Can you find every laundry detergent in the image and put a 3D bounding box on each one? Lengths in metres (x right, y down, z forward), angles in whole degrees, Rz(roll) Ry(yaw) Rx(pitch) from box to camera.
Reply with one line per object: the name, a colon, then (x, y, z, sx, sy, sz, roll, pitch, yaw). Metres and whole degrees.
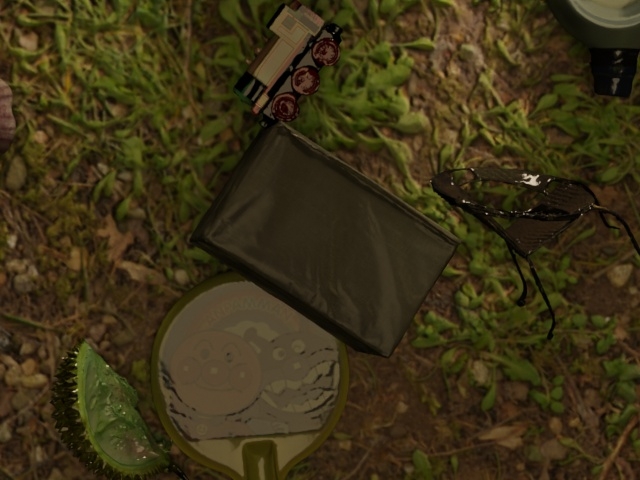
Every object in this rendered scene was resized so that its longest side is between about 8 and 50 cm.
laundry detergent: (0.342, -0.295, 1.607, 0.215, 0.105, 0.280, -1, 97, -7)

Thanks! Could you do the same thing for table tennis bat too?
table tennis bat: (-0.073, 0.214, 1.673, 0.224, 0.054, 0.368, -5, 95, -6)

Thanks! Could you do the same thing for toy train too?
toy train: (-0.038, -0.189, 1.617, 0.087, 0.050, 0.138, 36, 95, -5)

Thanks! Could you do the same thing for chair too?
chair: (0.230, -0.021, 1.613, 0.149, 0.174, 0.213, -41, 111, 5)

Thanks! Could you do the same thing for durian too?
durian: (-0.229, 0.213, 1.648, 0.100, 0.086, 0.215, -37, 107, -15)

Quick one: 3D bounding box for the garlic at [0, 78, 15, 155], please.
garlic: (-0.402, -0.121, 1.566, 0.159, 0.102, 0.147, -6, 100, -4)

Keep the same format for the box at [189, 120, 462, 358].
box: (0.000, 0.000, 1.587, 0.231, 0.155, 0.149, 34, 83, -10)
